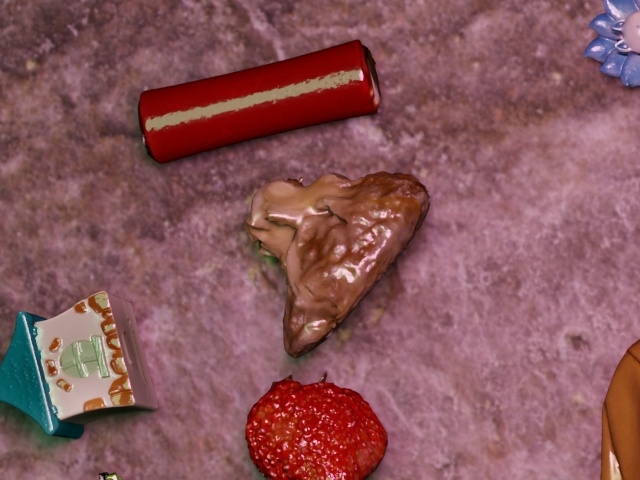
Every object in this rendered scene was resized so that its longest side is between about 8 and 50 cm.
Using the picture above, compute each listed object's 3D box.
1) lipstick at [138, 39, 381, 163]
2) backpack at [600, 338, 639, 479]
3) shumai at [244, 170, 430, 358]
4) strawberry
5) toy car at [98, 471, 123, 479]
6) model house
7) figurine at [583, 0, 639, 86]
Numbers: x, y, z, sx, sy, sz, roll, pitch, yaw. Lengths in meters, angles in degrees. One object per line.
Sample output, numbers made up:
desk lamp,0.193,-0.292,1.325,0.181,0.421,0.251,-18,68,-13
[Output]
lipstick,-0.062,-0.139,1.996,0.241,0.080,0.080,-13,80,9
backpack,0.429,0.229,1.798,0.353,0.201,0.378,-13,81,9
shumai,0.000,0.000,1.927,0.153,0.161,0.209,40,108,9
strawberry,0.000,0.200,1.911,0.131,0.131,0.148,-37,51,3
toy car,-0.183,0.306,1.962,0.062,0.071,0.165,-14,79,-8
model house,-0.253,0.130,1.982,0.149,0.100,0.127,-18,79,9
figurine,0.307,-0.197,1.939,0.114,0.079,0.114,0,88,7
